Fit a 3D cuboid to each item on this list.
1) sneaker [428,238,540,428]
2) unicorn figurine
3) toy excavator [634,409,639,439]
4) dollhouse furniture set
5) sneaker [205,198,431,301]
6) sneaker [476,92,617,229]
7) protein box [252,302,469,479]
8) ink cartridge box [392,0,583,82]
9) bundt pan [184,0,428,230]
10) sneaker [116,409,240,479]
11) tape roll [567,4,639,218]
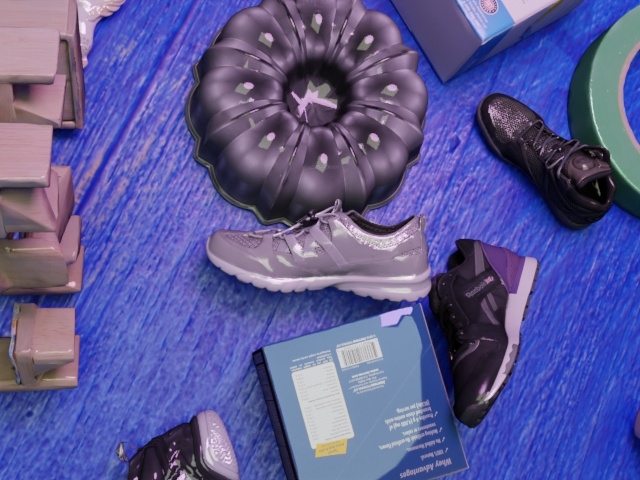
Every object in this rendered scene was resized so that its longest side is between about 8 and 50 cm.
[{"bbox_3d":[0.179,0.106,1.117,0.124,0.107,0.283,24,41,4],"label":"sneaker"},{"bbox_3d":[-0.314,-0.293,1.171,0.111,0.060,0.161,12,95,-7],"label":"unicorn figurine"},{"bbox_3d":[0.478,0.478,1.092,0.223,0.445,0.432,-5,123,-11],"label":"toy excavator"},{"bbox_3d":[-0.398,-0.084,0.978,0.257,0.362,0.394,-1,53,-10],"label":"dollhouse furniture set"},{"bbox_3d":[0.000,0.000,1.118,0.282,0.105,0.115,4,106,-1],"label":"sneaker"},{"bbox_3d":[0.307,-0.120,1.198,0.087,0.130,0.227,-38,86,-14],"label":"sneaker"},{"bbox_3d":[0.043,0.203,1.097,0.200,0.136,0.201,-15,83,-11],"label":"protein box"},{"bbox_3d":[0.237,-0.356,1.204,0.233,0.168,0.171,-30,87,-12],"label":"ink cartridge box"},{"bbox_3d":[-0.009,-0.180,1.161,0.331,0.124,0.330,1,81,-8],"label":"bundt pan"},{"bbox_3d":[-0.156,0.347,1.065,0.153,0.101,0.268,-14,77,-10],"label":"sneaker"},{"bbox_3d":[0.512,-0.181,1.266,0.322,0.077,0.321,1,80,-8],"label":"tape roll"}]
